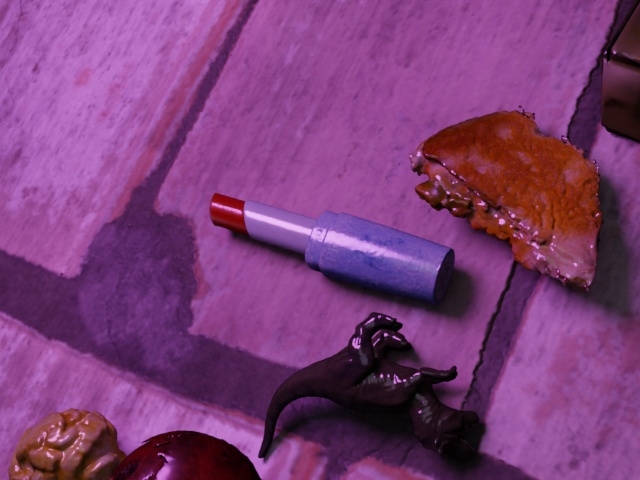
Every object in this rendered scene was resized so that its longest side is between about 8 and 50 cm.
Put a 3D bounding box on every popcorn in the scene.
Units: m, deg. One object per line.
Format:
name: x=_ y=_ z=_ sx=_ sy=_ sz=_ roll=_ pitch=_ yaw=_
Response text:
popcorn: x=-0.249 y=0.222 z=0.829 sx=0.116 sy=0.120 sz=0.106 roll=0 pitch=26 yaw=-8

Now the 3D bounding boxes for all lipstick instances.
lipstick: x=0.000 y=0.000 z=0.857 sx=0.274 sy=0.061 sz=0.068 roll=16 pitch=76 yaw=23

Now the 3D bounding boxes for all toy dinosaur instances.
toy dinosaur: x=0.040 y=0.164 z=0.762 sx=0.187 sy=0.087 sz=0.179 roll=30 pitch=79 yaw=28

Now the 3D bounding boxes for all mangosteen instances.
mangosteen: x=-0.123 y=0.257 z=0.739 sx=0.166 sy=0.180 sz=0.166 roll=4 pitch=72 yaw=-11

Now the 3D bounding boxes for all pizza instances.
pizza: x=0.198 y=-0.043 z=0.813 sx=0.226 sy=0.069 sz=0.147 roll=39 pitch=62 yaw=24

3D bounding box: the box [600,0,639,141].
box: x=0.518 y=-0.227 z=0.744 sx=0.373 sy=0.138 sz=0.420 roll=28 pitch=80 yaw=26
